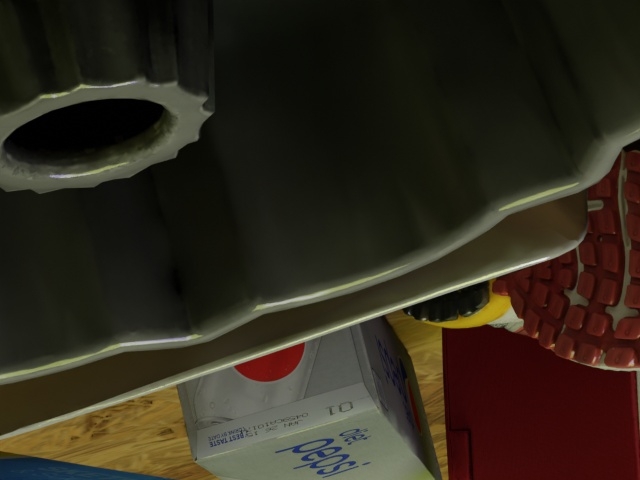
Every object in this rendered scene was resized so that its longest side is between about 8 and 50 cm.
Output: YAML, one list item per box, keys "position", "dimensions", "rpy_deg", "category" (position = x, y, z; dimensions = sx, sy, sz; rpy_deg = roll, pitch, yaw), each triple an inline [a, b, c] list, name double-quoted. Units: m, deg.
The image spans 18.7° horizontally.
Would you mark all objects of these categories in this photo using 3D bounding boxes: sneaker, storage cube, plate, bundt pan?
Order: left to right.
- position: [-0.065, -0.075, 0.427]
  dimensions: [0.330, 0.124, 0.331]
  rpy_deg: [-14, 161, -5]
  category: "bundt pan"
- position: [-0.039, 0.003, 0.701]
  dimensions: [0.277, 0.045, 0.278]
  rpy_deg: [-18, -173, 12]
  category: "plate"
- position: [0.123, 0.007, 0.822]
  dimensions: [0.092, 0.088, 0.225]
  rpy_deg: [9, -178, -28]
  category: "sneaker"
- position: [0.188, 0.104, 1.001]
  dimensions: [0.183, 0.215, 0.193]
  rpy_deg: [0, 176, -23]
  category: "storage cube"

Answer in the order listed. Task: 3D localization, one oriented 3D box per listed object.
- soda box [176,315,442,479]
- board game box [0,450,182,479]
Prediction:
- position: [-0.003, 0.089, 1.053]
  dimensions: [0.098, 0.091, 0.286]
  rpy_deg: [-16, 163, 5]
  category: "soda box"
- position: [-0.232, 0.118, 0.790]
  dimensions: [0.316, 0.064, 0.242]
  rpy_deg: [3, 178, 41]
  category: "board game box"
